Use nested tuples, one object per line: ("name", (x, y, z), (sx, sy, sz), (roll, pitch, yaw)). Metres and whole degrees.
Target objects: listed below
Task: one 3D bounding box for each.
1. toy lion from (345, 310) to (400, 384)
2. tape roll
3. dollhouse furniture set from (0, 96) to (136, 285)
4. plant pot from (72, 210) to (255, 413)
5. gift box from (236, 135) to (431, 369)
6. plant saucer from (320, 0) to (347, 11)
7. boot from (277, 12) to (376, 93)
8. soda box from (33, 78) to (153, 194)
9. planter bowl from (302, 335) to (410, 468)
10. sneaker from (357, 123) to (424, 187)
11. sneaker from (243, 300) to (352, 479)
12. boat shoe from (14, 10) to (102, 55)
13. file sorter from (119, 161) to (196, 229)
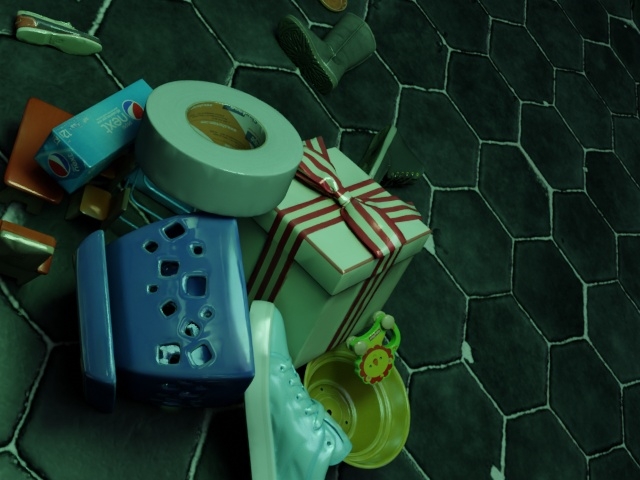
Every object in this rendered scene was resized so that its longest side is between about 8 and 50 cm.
("toy lion", (0.091, 0.179, 1.327), (0.100, 0.034, 0.096), (-41, 118, -17))
("tape roll", (-0.136, -0.127, 1.112), (0.219, 0.072, 0.219), (18, 34, -13))
("dollhouse furniture set", (-0.393, -0.081, 1.134), (0.262, 0.135, 0.259), (23, 56, -30))
("plant pot", (-0.219, 0.107, 1.111), (0.212, 0.236, 0.236), (-5, 70, -17))
("gift box", (0.000, 0.000, 1.296), (0.255, 0.258, 0.276), (40, 40, 17))
("plant saucer", (0.021, -0.533, 1.791), (0.083, 0.013, 0.084), (19, 57, -32))
("boot", (0.019, -0.419, 1.690), (0.190, 0.076, 0.208), (56, 51, -23))
("soda box", (-0.299, -0.150, 1.157), (0.071, 0.067, 0.210), (45, 38, -5))
("planter bowl", (0.037, 0.272, 1.346), (0.217, 0.090, 0.217), (20, 54, -31))
("sneaker", (0.140, -0.131, 1.640), (0.118, 0.083, 0.222), (43, 47, -15))
("sneaker", (-0.033, 0.263, 1.194), (0.150, 0.135, 0.366), (-5, 96, -5))
("boat shoe", (-0.414, -0.329, 1.305), (0.137, 0.049, 0.043), (6, 63, -32))
("file sorter", (-0.214, -0.088, 1.247), (0.118, 0.170, 0.105), (33, 34, -23))
